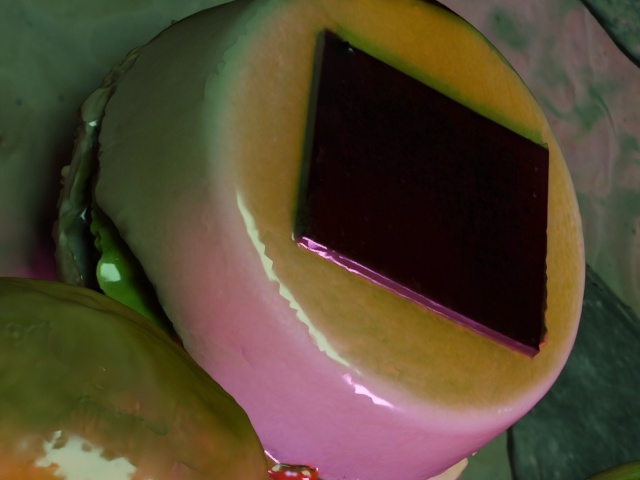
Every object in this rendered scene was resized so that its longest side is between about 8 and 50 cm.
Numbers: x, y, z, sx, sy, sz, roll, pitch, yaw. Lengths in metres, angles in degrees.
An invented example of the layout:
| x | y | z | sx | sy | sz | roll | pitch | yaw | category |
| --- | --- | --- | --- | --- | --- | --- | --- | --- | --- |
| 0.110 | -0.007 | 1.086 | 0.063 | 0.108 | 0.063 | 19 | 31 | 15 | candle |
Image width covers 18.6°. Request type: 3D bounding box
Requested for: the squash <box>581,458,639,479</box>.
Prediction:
| x | y | z | sx | sy | sz | roll | pitch | yaw | category |
| --- | --- | --- | --- | --- | --- | --- | --- | --- | --- |
| 0.196 | 0.185 | 1.147 | 0.187 | 0.123 | 0.123 | -18 | 84 | -38 | squash |

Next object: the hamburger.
| x | y | z | sx | sy | sz | roll | pitch | yaw | category |
| --- | --- | --- | --- | --- | --- | --- | --- | --- | --- |
| 0.000 | 0.000 | 1.043 | 0.302 | 0.170 | 0.302 | 18 | 60 | -34 | hamburger |

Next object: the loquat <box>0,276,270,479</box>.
| x | y | z | sx | sy | sz | roll | pitch | yaw | category |
| --- | --- | --- | --- | --- | --- | --- | --- | --- | --- |
| -0.138 | 0.128 | 0.866 | 0.238 | 0.193 | 0.238 | -1 | 97 | -10 | loquat |
